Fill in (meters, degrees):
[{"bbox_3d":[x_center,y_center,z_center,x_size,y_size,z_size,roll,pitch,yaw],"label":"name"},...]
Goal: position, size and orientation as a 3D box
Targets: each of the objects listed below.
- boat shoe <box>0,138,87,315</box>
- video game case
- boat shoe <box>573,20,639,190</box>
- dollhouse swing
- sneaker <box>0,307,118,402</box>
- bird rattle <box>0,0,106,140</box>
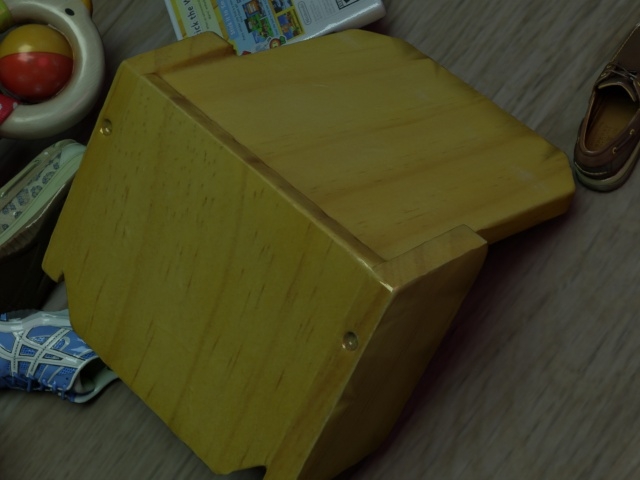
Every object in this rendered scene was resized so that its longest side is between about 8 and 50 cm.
[{"bbox_3d":[-0.317,0.014,1.406,0.089,0.104,0.285,29,64,39],"label":"boat shoe"},{"bbox_3d":[-0.062,-0.275,1.449,0.206,0.026,0.227,-24,61,8],"label":"video game case"},{"bbox_3d":[0.279,-0.132,1.282,0.064,0.060,0.178,18,71,27],"label":"boat shoe"},{"bbox_3d":[0.000,0.000,1.285,0.347,0.305,0.315,39,116,29],"label":"dollhouse swing"},{"bbox_3d":[-0.256,0.112,1.337,0.211,0.080,0.081,-16,57,13],"label":"sneaker"},{"bbox_3d":[-0.324,-0.176,1.445,0.207,0.143,0.253,-4,65,-6],"label":"bird rattle"}]
